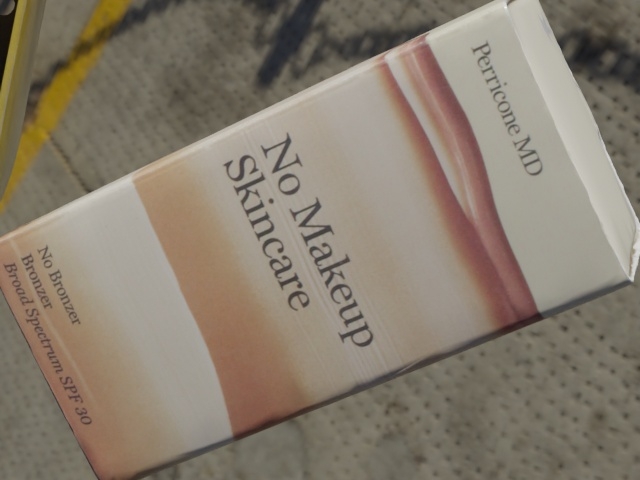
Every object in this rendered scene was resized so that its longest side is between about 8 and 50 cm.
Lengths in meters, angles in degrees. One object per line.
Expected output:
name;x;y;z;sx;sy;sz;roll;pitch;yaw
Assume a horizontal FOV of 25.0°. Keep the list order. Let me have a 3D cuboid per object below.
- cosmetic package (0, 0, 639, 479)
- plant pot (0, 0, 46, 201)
cosmetic package;0.000;0.000;0.750;0.296;0.129;0.153;-25;95;18
plant pot;-0.264;-0.144;0.881;0.187;0.212;0.212;-75;0;-73
